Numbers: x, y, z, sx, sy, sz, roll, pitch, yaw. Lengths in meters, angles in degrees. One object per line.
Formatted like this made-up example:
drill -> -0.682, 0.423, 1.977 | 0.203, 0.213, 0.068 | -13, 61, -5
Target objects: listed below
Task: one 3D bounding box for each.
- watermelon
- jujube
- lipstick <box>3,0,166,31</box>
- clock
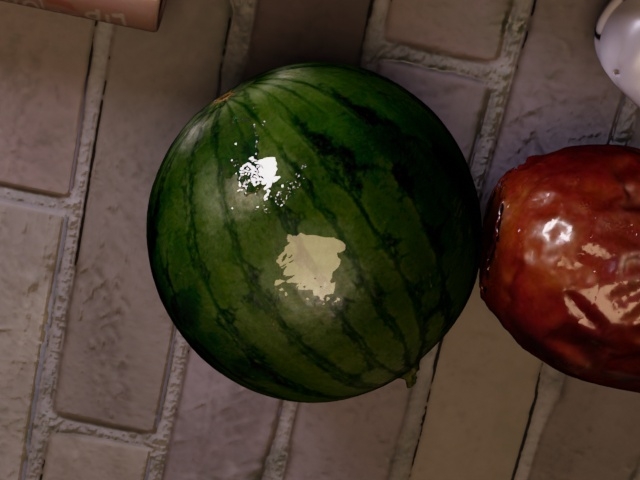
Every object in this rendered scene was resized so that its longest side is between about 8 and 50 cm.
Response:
watermelon -> -0.003, -0.004, 1.224 | 0.242, 0.242, 0.242 | 1, 113, 2
jujube -> 0.233, 0.023, 1.254 | 0.243, 0.183, 0.183 | 15, 113, -11
lipstick -> -0.236, -0.209, 1.234 | 0.254, 0.070, 0.070 | 12, 113, -3
clock -> 0.287, -0.130, 1.241 | 0.176, 0.080, 0.117 | 39, 110, -14
